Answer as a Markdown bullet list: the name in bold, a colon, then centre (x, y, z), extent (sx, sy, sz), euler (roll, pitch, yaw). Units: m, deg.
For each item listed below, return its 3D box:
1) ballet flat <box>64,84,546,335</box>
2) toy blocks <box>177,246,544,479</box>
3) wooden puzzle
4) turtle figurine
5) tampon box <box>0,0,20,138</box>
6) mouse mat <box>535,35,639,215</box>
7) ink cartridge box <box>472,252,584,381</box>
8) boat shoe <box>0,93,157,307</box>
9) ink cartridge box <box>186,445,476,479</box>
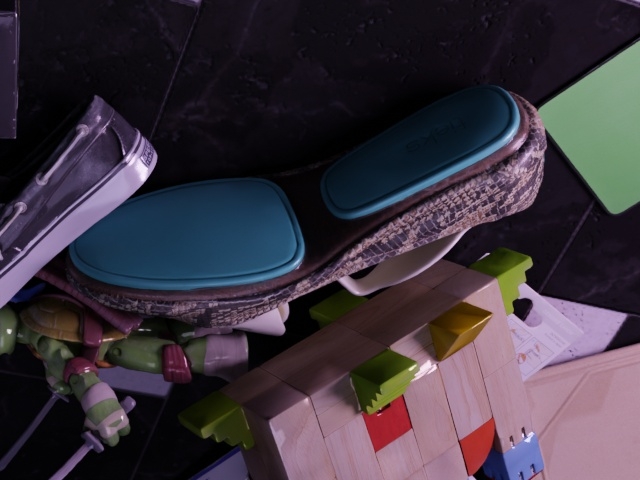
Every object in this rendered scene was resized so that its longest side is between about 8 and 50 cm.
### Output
- **ballet flat**: centre (0.000, 0.000, 1.348), extent (0.483, 0.164, 0.182), euler (-20, 138, 0)
- **toy blocks**: centre (0.074, 0.204, 1.391), extent (0.381, 0.191, 0.261), euler (-29, 117, -25)
- **wooden puzzle**: centre (0.342, 0.234, 1.643), extent (0.238, 0.044, 0.221), euler (-17, 110, -2)
- **turtle figurine**: centre (-0.216, 0.156, 1.399), extent (0.266, 0.275, 0.198), euler (-3, 163, -15)
- **tampon box**: centre (-0.302, -0.177, 1.131), extent (0.101, 0.161, 0.120), euler (0, 127, -12)
- **mouse mat**: centre (0.324, -0.117, 1.410), extent (0.152, 0.007, 0.190), euler (-34, 126, 15)
- **ink cartridge box**: centre (0.150, 0.121, 1.539), extent (0.232, 0.066, 0.189), euler (-45, 123, 13)
- **boat shoe**: centre (-0.302, -0.019, 1.291), extent (0.306, 0.113, 0.105), euler (-36, 120, 13)
- **ink cartridge box**: centre (0.035, 0.337, 1.594), extent (0.324, 0.071, 0.330), euler (-36, 96, 30)
